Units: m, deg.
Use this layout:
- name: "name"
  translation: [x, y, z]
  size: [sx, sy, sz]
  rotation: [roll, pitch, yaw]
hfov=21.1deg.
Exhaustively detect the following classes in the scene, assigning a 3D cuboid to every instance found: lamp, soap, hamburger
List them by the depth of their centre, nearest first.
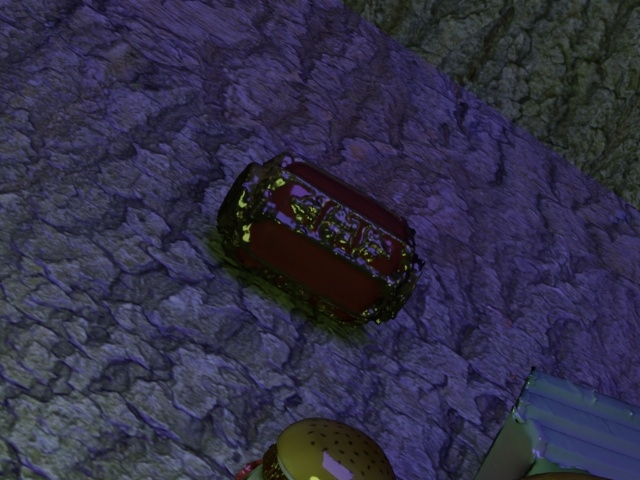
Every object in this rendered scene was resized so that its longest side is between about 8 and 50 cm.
- name: "hamburger"
  translation: [0.002, 0.259, 1.784]
  size: [0.175, 0.137, 0.175]
  rotation: [29, 20, -12]
- name: "soap"
  translation: [0.374, 0.321, 2.157]
  size: [0.446, 0.156, 0.261]
  rotation: [21, 27, -32]
- name: "lamp"
  translation: [0.000, 0.000, 2.266]
  size: [0.274, 0.177, 0.177]
  rotation: [29, 23, -9]

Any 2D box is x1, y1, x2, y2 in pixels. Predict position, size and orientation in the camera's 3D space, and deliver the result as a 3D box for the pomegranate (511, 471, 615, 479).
- name: "pomegranate"
  translation: [0.226, 0.365, 1.657]
  size: [0.319, 0.319, 0.319]
  rotation: [30, 23, -14]
